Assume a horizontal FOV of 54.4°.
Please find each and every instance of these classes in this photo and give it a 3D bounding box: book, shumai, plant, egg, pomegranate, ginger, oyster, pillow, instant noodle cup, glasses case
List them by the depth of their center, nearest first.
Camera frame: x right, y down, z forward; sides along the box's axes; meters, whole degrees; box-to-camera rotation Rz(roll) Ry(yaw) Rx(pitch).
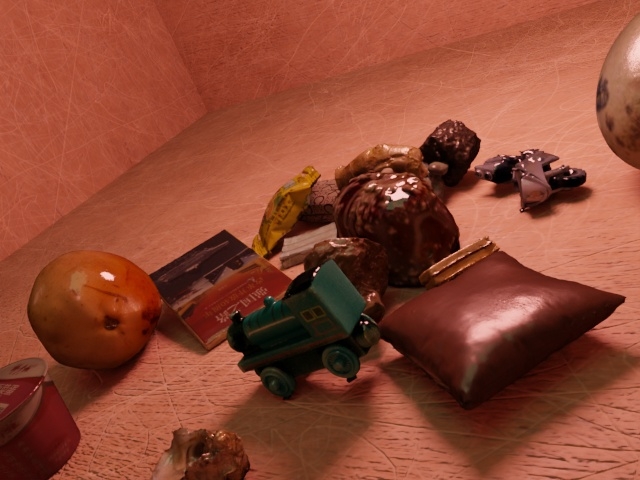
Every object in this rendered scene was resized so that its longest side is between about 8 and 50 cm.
[{"bbox_3d":[-0.203,0.372,1.015,0.233,0.107,0.161,-31,23,32],"label":"oyster"},{"bbox_3d":[0.275,0.130,1.031,0.305,0.108,0.308,-29,21,-13],"label":"pillow"},{"bbox_3d":[0.059,0.102,1.224,0.166,0.206,0.175,-21,45,21],"label":"shumai"},{"bbox_3d":[0.736,-0.315,1.241,0.428,0.345,0.345,-40,28,-15],"label":"egg"},{"bbox_3d":[-0.610,0.375,1.249,0.235,0.178,0.235,-19,26,10],"label":"instant noodle cup"},{"bbox_3d":[-0.542,0.166,1.495,0.319,0.319,0.319,-20,25,9],"label":"pomegranate"},{"bbox_3d":[0.144,-0.175,1.548,0.263,0.116,0.109,-11,69,47],"label":"ginger"},{"bbox_3d":[-0.260,0.107,1.572,0.262,0.028,0.374,-33,38,-22],"label":"book"},{"bbox_3d":[0.289,-0.184,1.602,0.274,0.149,0.146,-49,-13,-18],"label":"plant"},{"bbox_3d":[0.054,-0.115,1.752,0.355,0.085,0.137,-1,39,41],"label":"glasses case"}]

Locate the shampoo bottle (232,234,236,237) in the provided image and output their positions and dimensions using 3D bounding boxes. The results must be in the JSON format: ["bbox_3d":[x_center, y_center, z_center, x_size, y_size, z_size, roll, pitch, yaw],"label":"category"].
[{"bbox_3d":[-0.312,0.072,1.737,0.104,0.061,0.258,-14,27,20],"label":"shampoo bottle"}]

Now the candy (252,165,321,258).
[{"bbox_3d":[-0.102,-0.081,1.727,0.297,0.081,0.187,-52,20,8],"label":"candy"}]

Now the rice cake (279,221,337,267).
[{"bbox_3d":[0.000,0.000,1.630,0.211,0.038,0.124,-18,25,14],"label":"rice cake"}]

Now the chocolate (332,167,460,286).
[{"bbox_3d":[0.152,-0.051,1.393,0.225,0.210,0.340,-34,26,-16],"label":"chocolate"}]

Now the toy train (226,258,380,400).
[{"bbox_3d":[-0.040,0.163,1.105,0.298,0.194,0.120,-27,18,38],"label":"toy train"}]

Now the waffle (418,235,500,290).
[{"bbox_3d":[0.271,0.047,1.228,0.148,0.042,0.102,-29,-12,-9],"label":"waffle"}]

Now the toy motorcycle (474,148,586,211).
[{"bbox_3d":[0.464,-0.145,1.435,0.159,0.106,0.270,-29,28,-25],"label":"toy motorcycle"}]
